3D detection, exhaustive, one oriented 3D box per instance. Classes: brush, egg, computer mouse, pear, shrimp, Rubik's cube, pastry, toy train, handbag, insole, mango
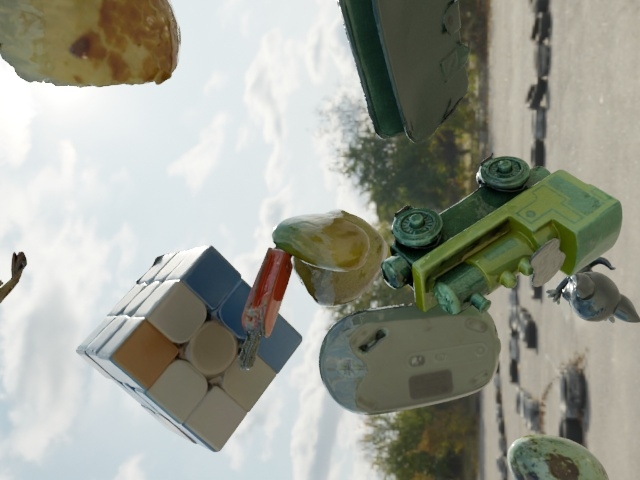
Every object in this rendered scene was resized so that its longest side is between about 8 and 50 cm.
[{"bbox_3d":[-0.107,0.110,1.301,0.070,0.051,0.323,78,-158,-47],"label":"brush"},{"bbox_3d":[0.508,0.506,1.426,0.169,0.231,0.169,-56,-4,-5],"label":"egg"},{"bbox_3d":[0.160,0.207,1.200,0.095,0.331,0.197,-126,32,-75],"label":"computer mouse"},{"bbox_3d":[0.036,0.042,1.462,0.211,0.188,0.228,-54,-12,4],"label":"pear"},{"bbox_3d":[-0.501,0.041,1.000,0.124,0.034,0.178,-38,-32,-38],"label":"shrimp"},{"bbox_3d":[-0.321,0.252,1.616,0.344,0.347,0.347,47,-115,-19],"label":"Rubik's cube"},{"bbox_3d":[-0.299,-0.304,0.841,0.255,0.237,0.170,-94,9,-56],"label":"pastry"},{"bbox_3d":[0.285,0.003,1.107,0.237,0.369,0.150,44,157,40],"label":"toy train"},{"bbox_3d":[0.163,-0.353,1.167,0.238,0.089,0.326,-45,-48,-27],"label":"handbag"},{"bbox_3d":[0.335,0.035,0.984,0.006,0.065,0.193,51,-173,26],"label":"insole"},{"bbox_3d":[0.000,0.000,1.250,0.130,0.195,0.091,-55,-33,-55],"label":"mango"}]

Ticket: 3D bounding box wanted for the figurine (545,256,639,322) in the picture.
[{"bbox_3d":[0.687,0.122,1.673,0.140,0.193,0.265,-52,4,40],"label":"figurine"}]
